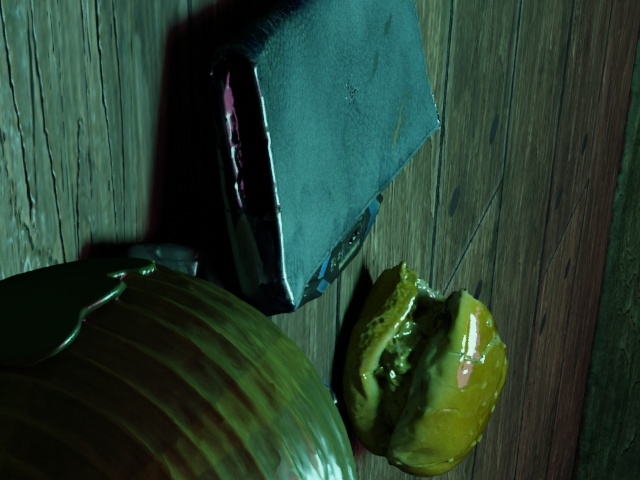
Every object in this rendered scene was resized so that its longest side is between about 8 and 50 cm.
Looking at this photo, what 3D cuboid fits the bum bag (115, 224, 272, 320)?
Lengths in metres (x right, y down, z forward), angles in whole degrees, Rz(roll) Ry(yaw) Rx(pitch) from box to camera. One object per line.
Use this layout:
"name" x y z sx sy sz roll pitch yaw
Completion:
"bum bag" -0.076 0.057 1.219 0.310 0.074 0.137 -19 113 -73

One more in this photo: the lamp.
"lamp" -0.092 0.116 0.882 0.284 0.250 0.250 -40 142 -57

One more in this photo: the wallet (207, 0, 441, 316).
"wallet" 0.007 -0.103 1.310 0.379 0.046 0.190 -52 134 -61

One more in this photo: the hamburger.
"hamburger" 0.101 0.150 1.783 0.283 0.144 0.156 78 30 -62

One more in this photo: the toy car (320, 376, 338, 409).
"toy car" -0.059 0.153 1.342 0.063 0.103 0.216 52 32 -12

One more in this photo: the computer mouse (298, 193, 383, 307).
"computer mouse" 0.000 0.000 1.480 0.135 0.047 0.079 -53 161 -29
